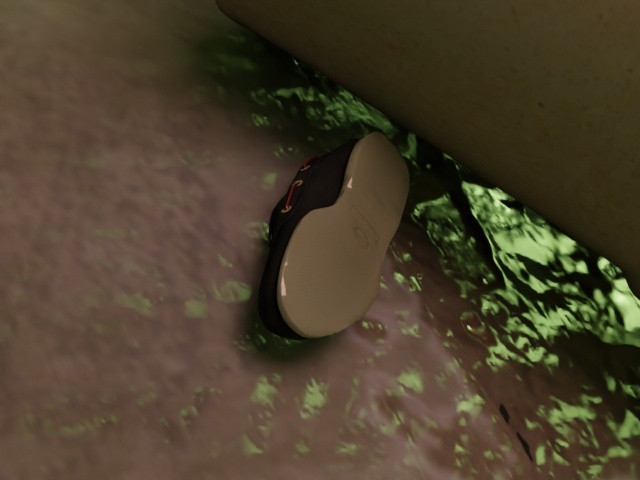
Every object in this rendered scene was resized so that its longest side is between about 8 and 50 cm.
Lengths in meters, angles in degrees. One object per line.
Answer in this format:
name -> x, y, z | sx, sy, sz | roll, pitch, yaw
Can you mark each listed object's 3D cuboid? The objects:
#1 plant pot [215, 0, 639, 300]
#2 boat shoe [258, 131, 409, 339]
plant pot -> 0.129, -0.147, 0.709 | 0.305, 0.334, 0.334 | 25, 37, 2
boat shoe -> 0.001, 0.001, 0.642 | 0.049, 0.042, 0.133 | 55, 33, -20
